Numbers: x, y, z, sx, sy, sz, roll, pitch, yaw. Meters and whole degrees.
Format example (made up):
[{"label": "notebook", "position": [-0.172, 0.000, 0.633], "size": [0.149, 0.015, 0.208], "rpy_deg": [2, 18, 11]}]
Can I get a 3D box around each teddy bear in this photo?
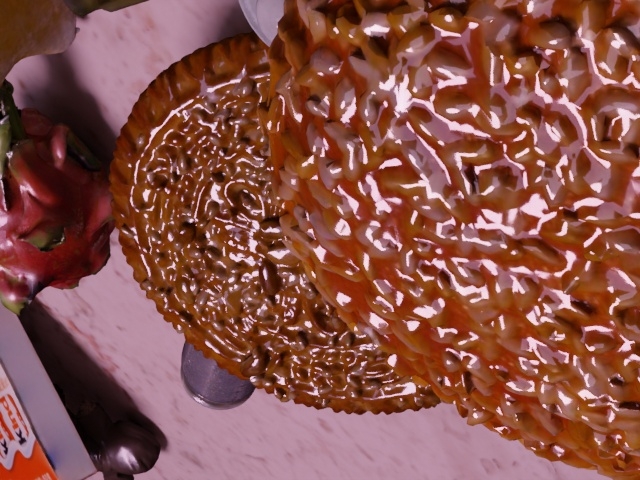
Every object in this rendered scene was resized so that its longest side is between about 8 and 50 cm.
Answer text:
[{"label": "teddy bear", "position": [-0.243, 0.213, 1.441], "size": [0.160, 0.078, 0.119], "rpy_deg": [10, 133, 39]}]

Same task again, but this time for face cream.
[{"label": "face cream", "position": [-0.064, 0.058, 1.089], "size": [0.073, 0.073, 0.283], "rpy_deg": [34, 146, 8]}]

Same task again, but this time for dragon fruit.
[{"label": "dragon fruit", "position": [-0.227, -0.036, 1.073], "size": [0.137, 0.135, 0.236], "rpy_deg": [39, 153, 10]}]

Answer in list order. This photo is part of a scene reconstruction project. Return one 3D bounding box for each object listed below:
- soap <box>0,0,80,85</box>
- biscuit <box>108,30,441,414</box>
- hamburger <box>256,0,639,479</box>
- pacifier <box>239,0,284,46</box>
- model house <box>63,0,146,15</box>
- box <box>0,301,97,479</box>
[{"label": "soap", "position": [-0.358, -0.258, 0.923], "size": [0.339, 0.169, 0.304], "rpy_deg": [22, 141, 24]}, {"label": "biscuit", "position": [0.000, 0.000, 0.904], "size": [0.305, 0.038, 0.305], "rpy_deg": [10, 125, 14]}, {"label": "hamburger", "position": [0.146, -0.058, 0.589], "size": [0.330, 0.250, 0.330], "rpy_deg": [25, 145, 20]}, {"label": "pacifier", "position": [0.007, -0.141, 0.756], "size": [0.150, 0.116, 0.126], "rpy_deg": [34, 121, 15]}, {"label": "model house", "position": [-0.120, -0.269, 0.703], "size": [0.234, 0.175, 0.193], "rpy_deg": [48, 154, 35]}, {"label": "box", "position": [-0.355, 0.160, 1.443], "size": [0.265, 0.048, 0.273], "rpy_deg": [62, 146, 5]}]
